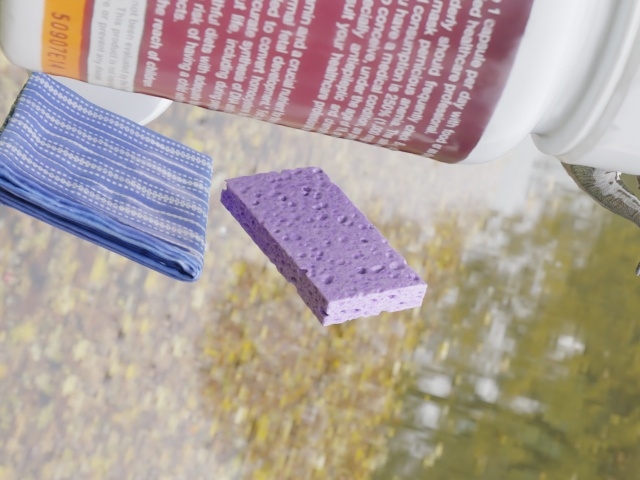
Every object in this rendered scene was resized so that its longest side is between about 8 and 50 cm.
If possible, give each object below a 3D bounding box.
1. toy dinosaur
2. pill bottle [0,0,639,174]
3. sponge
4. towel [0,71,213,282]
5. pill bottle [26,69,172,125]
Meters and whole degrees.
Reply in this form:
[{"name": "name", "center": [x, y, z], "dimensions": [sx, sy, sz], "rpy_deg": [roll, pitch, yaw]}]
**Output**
[{"name": "toy dinosaur", "center": [0.289, -0.124, 1.387], "dimensions": [0.160, 0.121, 0.313], "rpy_deg": [4, 92, -35]}, {"name": "pill bottle", "center": [0.028, -0.169, 0.789], "dimensions": [0.224, 0.392, 0.224], "rpy_deg": [-168, -90, -82]}, {"name": "sponge", "center": [0.000, 0.000, 1.337], "dimensions": [0.117, 0.210, 0.031], "rpy_deg": [-11, 132, -32]}, {"name": "towel", "center": [-0.226, -0.079, 1.437], "dimensions": [0.040, 0.243, 0.336], "rpy_deg": [-60, -166, 20]}, {"name": "pill bottle", "center": [-0.276, -0.256, 1.763], "dimensions": [0.363, 0.210, 0.210], "rpy_deg": [-111, -151, -75]}]
